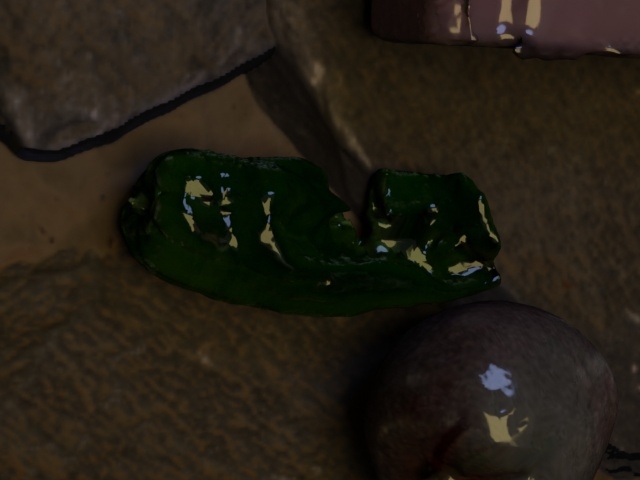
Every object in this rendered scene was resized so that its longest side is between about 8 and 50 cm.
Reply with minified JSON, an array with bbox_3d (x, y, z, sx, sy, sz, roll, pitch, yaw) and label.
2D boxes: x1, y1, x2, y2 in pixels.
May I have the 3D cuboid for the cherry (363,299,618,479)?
[{"bbox_3d":[0.108,0.115,1.158,0.176,0.140,0.176,-2,93,-48],"label":"cherry"}]

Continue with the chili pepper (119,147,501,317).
[{"bbox_3d":[0.000,-0.002,1.123,0.253,0.083,0.099,4,87,-29],"label":"chili pepper"}]

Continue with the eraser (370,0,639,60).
[{"bbox_3d":[0.174,-0.294,1.140,0.272,0.122,0.359,-1,99,-27],"label":"eraser"}]
